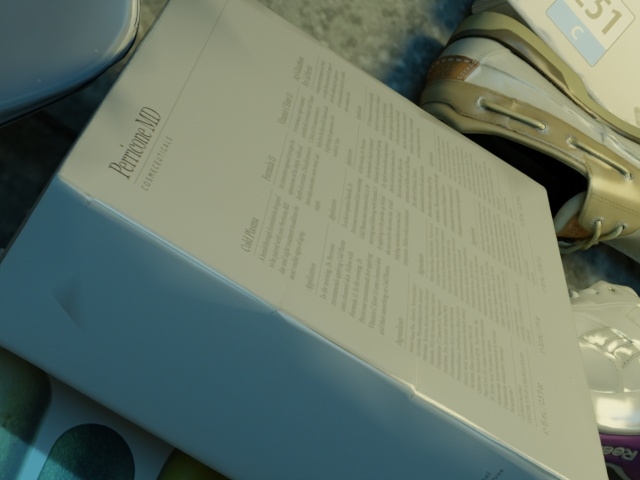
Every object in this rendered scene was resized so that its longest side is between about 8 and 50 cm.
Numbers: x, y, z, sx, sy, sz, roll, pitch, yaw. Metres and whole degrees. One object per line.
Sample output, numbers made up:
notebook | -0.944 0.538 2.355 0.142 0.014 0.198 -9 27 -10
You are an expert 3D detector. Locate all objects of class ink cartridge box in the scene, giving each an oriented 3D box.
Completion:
ink cartridge box | 0.307 -0.172 1.131 0.296 0.066 0.261 46 72 -14

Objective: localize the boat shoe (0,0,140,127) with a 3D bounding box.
boat shoe | -0.277 -0.086 0.762 0.367 0.156 0.135 -21 91 -5

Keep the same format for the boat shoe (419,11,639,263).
boat shoe | 0.201 -0.040 1.048 0.302 0.113 0.103 36 61 -4

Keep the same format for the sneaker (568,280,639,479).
sneaker | 0.173 0.093 1.005 0.305 0.114 0.152 17 41 -21

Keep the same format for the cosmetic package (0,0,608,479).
cosmetic package | 0.000 0.000 0.755 0.284 0.097 0.377 34 22 -11

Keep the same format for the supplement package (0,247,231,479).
supplement package | -0.160 0.182 0.703 0.199 0.198 0.262 30 62 -19
